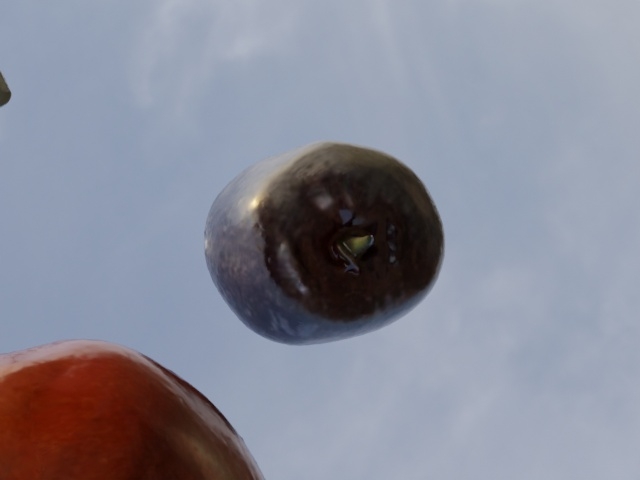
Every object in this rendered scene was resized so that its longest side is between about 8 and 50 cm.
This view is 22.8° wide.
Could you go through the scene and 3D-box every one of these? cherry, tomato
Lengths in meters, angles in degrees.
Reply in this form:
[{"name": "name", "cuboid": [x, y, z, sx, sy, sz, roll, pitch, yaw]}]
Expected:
[{"name": "cherry", "cuboid": [0.000, 0.000, 1.721, 0.296, 0.255, 0.218, 25, 137, 66]}, {"name": "tomato", "cuboid": [-0.191, 0.234, 1.052, 0.341, 0.341, 0.273, 9, -146, -49]}]

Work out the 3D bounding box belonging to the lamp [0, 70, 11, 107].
[{"name": "lamp", "cuboid": [-0.310, -0.148, 1.363, 0.198, 0.056, 0.050, 97, 149, -80]}]
